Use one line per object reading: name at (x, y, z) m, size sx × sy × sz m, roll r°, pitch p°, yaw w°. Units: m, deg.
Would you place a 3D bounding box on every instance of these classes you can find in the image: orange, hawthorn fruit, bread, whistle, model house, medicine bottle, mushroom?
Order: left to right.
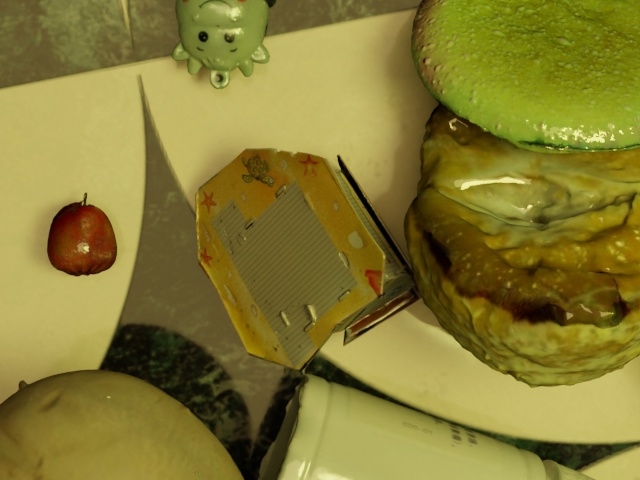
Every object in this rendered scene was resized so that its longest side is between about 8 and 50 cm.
hawthorn fruit at (-0.241, 0.000, 1.194) m, size 0.077 × 0.077 × 0.077 m, roll 0°, pitch 92°, yaw -4°
mushroom at (-0.191, 0.254, 1.091) m, size 0.292 × 0.290 × 0.292 m, roll 1°, pitch 96°, yaw 6°
whistle at (-0.095, -0.273, 1.182) m, size 0.110 × 0.092 × 0.244 m, roll 4°, pitch 93°, yaw 7°
model house at (0.000, 0.000, 1.191) m, size 0.207 × 0.136 × 0.219 m, roll -47°, pitch 66°, yaw 35°
medicine bottle at (0.106, 0.271, 1.163) m, size 0.332 × 0.190 × 0.190 m, roll 20°, pitch 90°, yaw -4°
orange at (0.219, -0.007, 1.132) m, size 0.271 × 0.210 × 0.368 m, roll 9°, pitch 50°, yaw 10°
bread at (0.228, -0.190, 1.138) m, size 0.301 × 0.045 × 0.301 m, roll 0°, pitch 47°, yaw 0°
